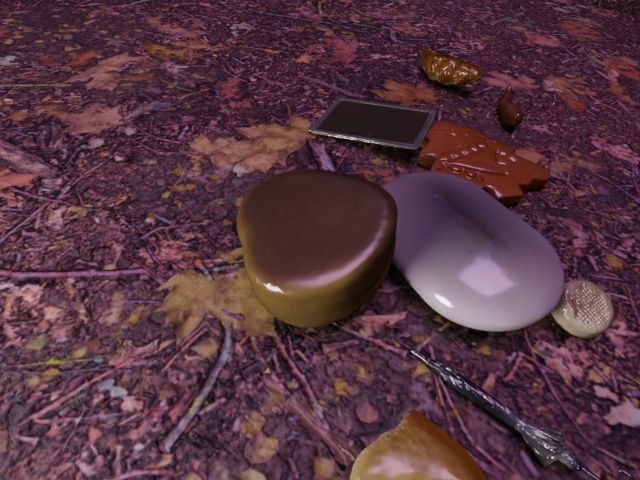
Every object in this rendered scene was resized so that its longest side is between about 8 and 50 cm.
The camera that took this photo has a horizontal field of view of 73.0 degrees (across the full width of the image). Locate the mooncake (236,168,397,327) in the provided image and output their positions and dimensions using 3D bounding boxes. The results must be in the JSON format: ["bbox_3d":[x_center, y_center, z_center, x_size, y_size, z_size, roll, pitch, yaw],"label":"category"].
[{"bbox_3d":[0.000,0.000,0.616,0.235,0.117,0.234,-4,48,5],"label":"mooncake"}]

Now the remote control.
[{"bbox_3d":[0.211,0.000,0.671,0.221,0.103,0.332,-22,50,-19],"label":"remote control"}]

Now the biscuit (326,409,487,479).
[{"bbox_3d":[0.031,0.273,0.400,0.299,0.045,0.154,-15,49,-22],"label":"biscuit"}]

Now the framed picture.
[{"bbox_3d":[0.124,-0.272,0.994,0.252,0.014,0.197,14,43,18],"label":"framed picture"}]

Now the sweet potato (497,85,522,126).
[{"bbox_3d":[0.493,-0.350,1.131,0.050,0.050,0.214,12,39,5],"label":"sweet potato"}]

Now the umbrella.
[{"bbox_3d":[0.216,0.211,0.506,0.269,0.044,0.044,27,83,29],"label":"umbrella"}]

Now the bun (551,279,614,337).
[{"bbox_3d":[0.370,0.100,0.624,0.086,0.055,0.086,4,67,-8],"label":"bun"}]

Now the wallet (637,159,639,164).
[{"bbox_3d":[0.801,-0.112,0.931,0.122,0.031,0.232,4,44,-6],"label":"wallet"}]

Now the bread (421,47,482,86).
[{"bbox_3d":[0.362,-0.488,1.236,0.105,0.076,0.233,-7,37,-33],"label":"bread"}]

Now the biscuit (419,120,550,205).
[{"bbox_3d":[0.319,-0.182,0.926,0.284,0.043,0.306,-8,45,-15],"label":"biscuit"}]
